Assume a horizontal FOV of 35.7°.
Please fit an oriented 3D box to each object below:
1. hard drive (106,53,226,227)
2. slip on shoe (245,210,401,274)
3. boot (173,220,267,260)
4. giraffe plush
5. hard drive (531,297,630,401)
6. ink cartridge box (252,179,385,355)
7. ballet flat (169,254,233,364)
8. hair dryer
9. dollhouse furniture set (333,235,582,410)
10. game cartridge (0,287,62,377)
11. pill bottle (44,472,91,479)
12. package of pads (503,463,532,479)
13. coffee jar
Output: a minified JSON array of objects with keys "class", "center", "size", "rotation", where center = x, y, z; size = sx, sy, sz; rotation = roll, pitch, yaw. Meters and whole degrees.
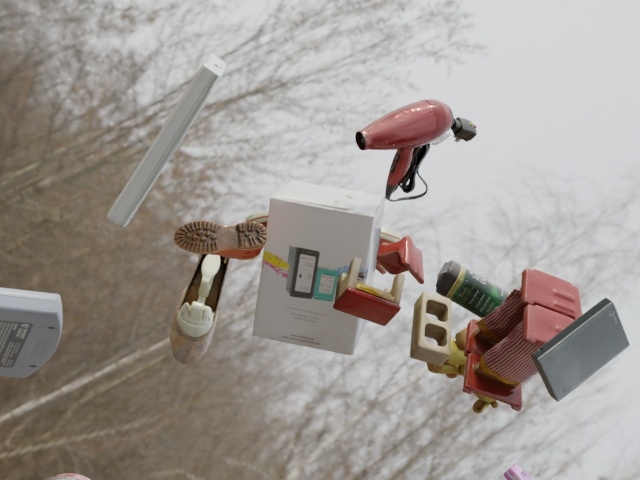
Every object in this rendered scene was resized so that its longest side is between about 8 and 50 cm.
[{"class":"hard drive","center":[-0.266,-0.180,1.743],"size":[0.040,0.308,0.203],"rotation":[32,12,-11]},{"class":"slip on shoe","center":[0.000,0.000,2.071],"size":[0.123,0.331,0.101],"rotation":[51,51,-82]},{"class":"boot","center":[-0.173,0.008,1.714],"size":[0.085,0.157,0.059],"rotation":[107,-17,-66]},{"class":"giraffe plush","center":[0.391,0.327,2.449],"size":[0.181,0.210,0.171],"rotation":[-52,-130,38]},{"class":"hard drive","center":[0.365,0.152,1.391],"size":[0.094,0.135,0.022],"rotation":[59,-9,-34]},{"class":"ink cartridge box","center":[0.001,0.043,1.880],"size":[0.198,0.197,0.270],"rotation":[-52,152,-74]},{"class":"ballet flat","center":[-0.280,0.131,2.324],"size":[0.106,0.107,0.316],"rotation":[120,-16,-75]},{"class":"hair dryer","center":[0.168,-0.162,1.849],"size":[0.293,0.224,0.080],"rotation":[20,23,-51]},{"class":"dollhouse furniture set","center":[0.226,0.129,1.657],"size":[0.201,0.374,0.152],"rotation":[124,-20,-48]},{"class":"game cartridge","center":[-0.584,0.171,1.833],"size":[0.297,0.198,0.062],"rotation":[-49,-136,49]},{"class":"pill bottle","center":[-0.498,0.524,1.818],"size":[0.161,0.161,0.283],"rotation":[60,-2,5]},{"class":"package of pads","center":[0.438,0.527,2.161],"size":[0.083,0.032,0.050],"rotation":[47,20,16]},{"class":"coffee jar","center":[0.348,0.119,2.248],"size":[0.184,0.079,0.096],"rotation":[29,18,0]}]
